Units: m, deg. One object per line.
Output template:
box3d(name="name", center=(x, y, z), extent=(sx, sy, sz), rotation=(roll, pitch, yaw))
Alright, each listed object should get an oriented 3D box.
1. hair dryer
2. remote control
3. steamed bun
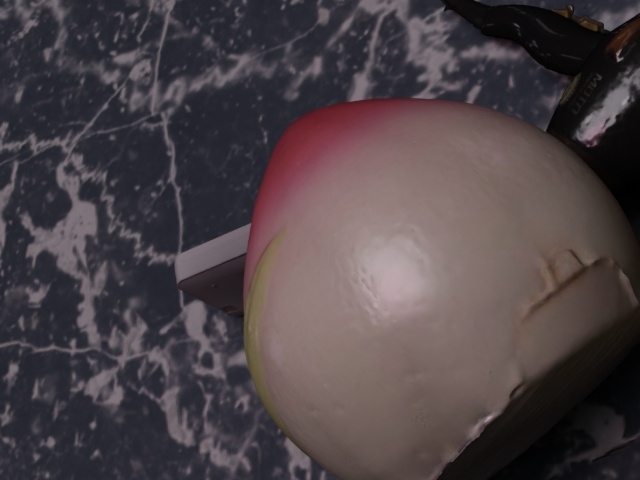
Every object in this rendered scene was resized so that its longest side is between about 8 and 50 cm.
box3d(name="hair dryer", center=(0.222, -0.195, 1.414), extent=(0.304, 0.120, 0.359), rotation=(-51, 40, -7))
box3d(name="remote control", center=(0.000, 0.000, 1.458), extent=(0.250, 0.103, 0.034), rotation=(-24, 58, 26))
box3d(name="steamed bun", center=(0.068, 0.021, 1.253), extent=(0.309, 0.309, 0.309), rotation=(-16, 60, 29))
